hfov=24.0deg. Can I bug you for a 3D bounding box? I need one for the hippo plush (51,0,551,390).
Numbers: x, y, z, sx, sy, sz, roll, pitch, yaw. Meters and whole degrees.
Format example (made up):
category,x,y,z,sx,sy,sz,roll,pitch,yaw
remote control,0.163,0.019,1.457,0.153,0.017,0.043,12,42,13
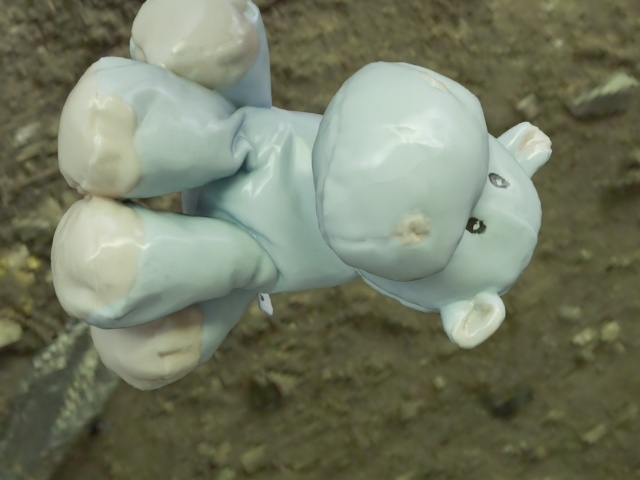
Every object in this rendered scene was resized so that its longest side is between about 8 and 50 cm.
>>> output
category,x,y,z,sx,sy,sz,roll,pitch,yaw
hippo plush,0.000,0.000,0.899,0.234,0.236,0.294,-65,148,-18
